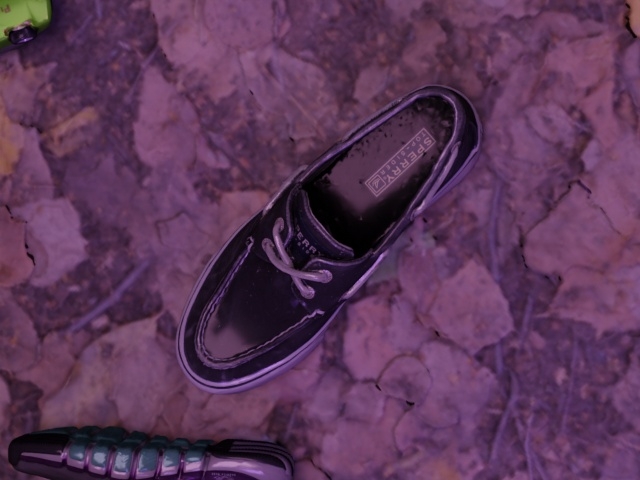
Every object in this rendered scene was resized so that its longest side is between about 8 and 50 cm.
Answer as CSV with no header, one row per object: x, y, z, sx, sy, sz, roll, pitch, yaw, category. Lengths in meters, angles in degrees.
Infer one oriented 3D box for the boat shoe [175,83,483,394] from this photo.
0.000,0.000,1.328,0.301,0.102,0.108,-42,83,7,boat shoe

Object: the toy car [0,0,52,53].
-0.309,-0.151,1.413,0.225,0.053,0.239,-21,87,9,toy car

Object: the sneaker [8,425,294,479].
-0.133,0.199,1.365,0.223,0.083,0.098,4,95,10,sneaker
